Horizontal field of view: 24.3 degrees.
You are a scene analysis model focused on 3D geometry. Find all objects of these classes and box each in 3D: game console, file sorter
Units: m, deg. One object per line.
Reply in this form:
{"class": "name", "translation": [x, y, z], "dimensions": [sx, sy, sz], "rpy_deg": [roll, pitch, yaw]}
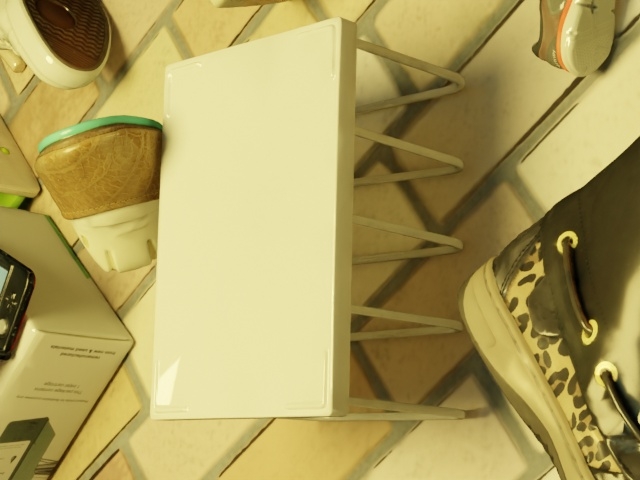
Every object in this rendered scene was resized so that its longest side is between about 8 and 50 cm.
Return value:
{"class": "game console", "translation": [-0.343, 0.057, 1.343], "dimensions": [0.144, 0.085, 0.124], "rpy_deg": [27, 100, 41]}
{"class": "file sorter", "translation": [0.000, 0.000, 1.134], "dimensions": [0.193, 0.173, 0.277], "rpy_deg": [-8, 77, 44]}

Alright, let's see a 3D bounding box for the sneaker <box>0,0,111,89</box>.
{"class": "sneaker", "translation": [-0.296, -0.218, 1.511], "dimensions": [0.123, 0.106, 0.290], "rpy_deg": [-56, 39, 25]}

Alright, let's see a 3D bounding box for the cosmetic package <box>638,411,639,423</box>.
{"class": "cosmetic package", "translation": [0.258, 0.049, 0.733], "dimensions": [0.151, 0.184, 0.151], "rpy_deg": [23, 93, 16]}

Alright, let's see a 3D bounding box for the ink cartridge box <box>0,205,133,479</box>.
{"class": "ink cartridge box", "translation": [-0.341, 0.137, 1.469], "dimensions": [0.289, 0.121, 0.211], "rpy_deg": [-56, 51, 21]}

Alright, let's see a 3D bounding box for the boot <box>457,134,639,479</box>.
{"class": "boot", "translation": [0.270, 0.062, 0.902], "dimensions": [0.284, 0.138, 0.377], "rpy_deg": [-53, 46, 23]}

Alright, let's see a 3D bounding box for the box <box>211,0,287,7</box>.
{"class": "box", "translation": [-0.001, -0.345, 1.204], "dimensions": [0.311, 0.121, 0.148], "rpy_deg": [-41, 79, 30]}

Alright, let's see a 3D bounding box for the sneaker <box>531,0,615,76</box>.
{"class": "sneaker", "translation": [0.184, -0.200, 1.075], "dimensions": [0.065, 0.061, 0.158], "rpy_deg": [20, 96, 50]}

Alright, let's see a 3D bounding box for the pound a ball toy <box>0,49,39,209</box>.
{"class": "pound a ball toy", "translation": [-0.415, -0.148, 1.581], "dimensions": [0.208, 0.136, 0.319], "rpy_deg": [-53, 52, 24]}

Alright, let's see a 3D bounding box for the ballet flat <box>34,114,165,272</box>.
{"class": "ballet flat", "translation": [-0.175, -0.036, 1.268], "dimensions": [0.342, 0.116, 0.124], "rpy_deg": [-173, 70, -81]}
